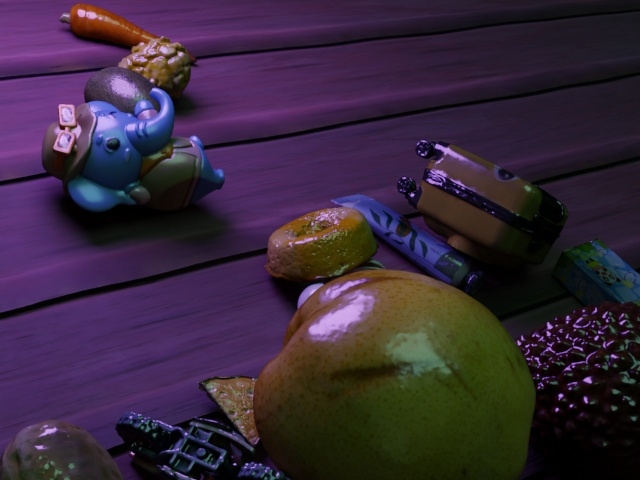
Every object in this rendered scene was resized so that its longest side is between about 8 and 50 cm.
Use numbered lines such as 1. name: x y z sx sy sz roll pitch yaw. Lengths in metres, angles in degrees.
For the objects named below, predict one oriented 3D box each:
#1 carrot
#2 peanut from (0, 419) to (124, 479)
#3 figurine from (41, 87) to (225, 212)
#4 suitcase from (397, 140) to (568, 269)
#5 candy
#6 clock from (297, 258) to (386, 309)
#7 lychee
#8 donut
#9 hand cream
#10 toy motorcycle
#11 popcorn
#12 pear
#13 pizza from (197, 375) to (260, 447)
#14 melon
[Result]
1. carrot: -0.346 -0.377 1.852 0.256 0.061 0.061 15 39 -10
2. peanut: -0.251 0.291 1.049 0.129 0.129 0.224 -14 59 -35
3. figurine: -0.281 -0.131 1.514 0.262 0.154 0.180 -5 87 -26
4. suitcase: 0.261 -0.049 1.620 0.235 0.143 0.194 32 8 33
5. candy: 0.480 0.086 1.652 0.097 0.062 0.194 -15 50 -37
6. clock: 0.064 0.102 1.442 0.162 0.093 0.166 33 41 30
7. lychee: 0.359 0.198 1.342 0.271 0.271 0.271 12 39 -10
8. donut: 0.000 0.000 1.493 0.162 0.065 0.178 -3 21 23
9. hand cream: 0.141 -0.002 1.621 0.271 0.058 0.091 36 29 25
10. toy motorcycle: -0.128 0.267 1.150 0.229 0.130 0.094 18 57 19
11. popcorn: -0.277 -0.290 1.737 0.116 0.121 0.106 38 8 12
12. pear: 0.088 0.185 1.175 0.314 0.314 0.314 12 39 -10
13. pizza: -0.096 0.218 1.278 0.123 0.026 0.109 10 42 -16
14. melon: -0.308 -0.211 1.626 0.167 0.114 0.114 40 43 23
